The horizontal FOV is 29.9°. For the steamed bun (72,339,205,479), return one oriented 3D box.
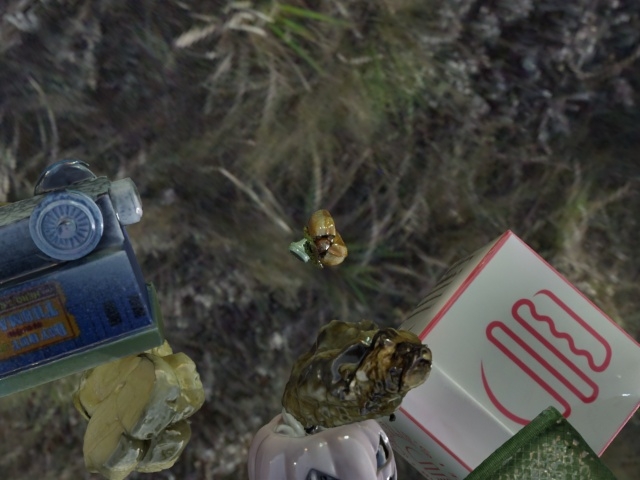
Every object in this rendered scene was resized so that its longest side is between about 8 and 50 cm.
[{"bbox_3d":[-0.224,0.208,1.493,0.106,0.177,0.192,28,93,-36],"label":"steamed bun"}]

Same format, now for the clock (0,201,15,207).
[{"bbox_3d":[-0.386,0.034,1.472,0.232,0.069,0.170,34,69,-35],"label":"clock"}]

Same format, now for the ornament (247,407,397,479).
[{"bbox_3d":[0.000,0.267,1.430,0.178,0.177,0.177,-9,114,-21],"label":"ornament"}]

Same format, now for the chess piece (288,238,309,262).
[{"bbox_3d":[-0.015,-0.009,2.109,0.042,0.042,0.093,44,77,-31],"label":"chess piece"}]

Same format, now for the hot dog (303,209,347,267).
[{"bbox_3d":[0.000,0.000,1.227,0.041,0.133,0.056,-25,98,0],"label":"hot dog"}]

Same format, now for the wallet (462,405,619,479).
[{"bbox_3d":[0.182,0.253,0.862,0.160,0.236,0.055,-47,139,11],"label":"wallet"}]

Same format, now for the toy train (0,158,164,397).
[{"bbox_3d":[-0.305,0.050,1.175,0.300,0.131,0.201,-17,115,-3],"label":"toy train"}]

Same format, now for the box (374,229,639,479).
[{"bbox_3d":[0.250,0.210,1.728,0.312,0.314,0.300,42,76,0],"label":"box"}]

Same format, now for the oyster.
[{"bbox_3d":[0.028,0.121,1.167,0.079,0.345,0.128,38,74,-9],"label":"oyster"}]
